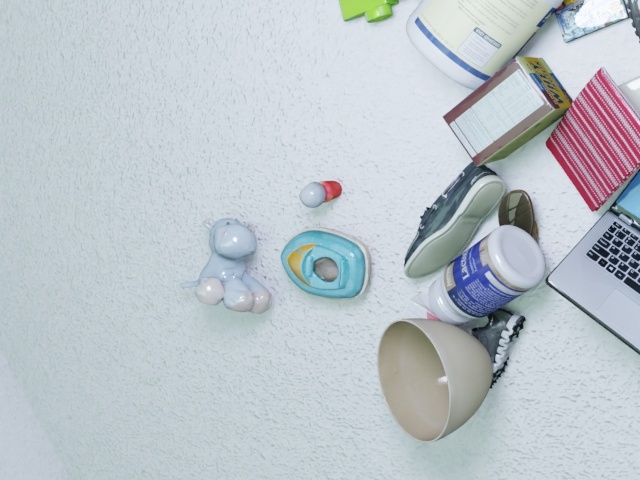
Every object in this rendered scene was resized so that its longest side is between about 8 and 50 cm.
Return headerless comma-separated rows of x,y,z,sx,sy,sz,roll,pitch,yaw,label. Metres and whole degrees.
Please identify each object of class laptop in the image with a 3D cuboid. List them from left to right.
0.740,0.023,1.524,0.382,0.408,0.236,40,151,19,laptop

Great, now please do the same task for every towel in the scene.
0.570,-0.199,1.588,0.199,0.031,0.275,61,161,19,towel

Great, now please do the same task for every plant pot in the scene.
0.288,0.309,1.807,0.284,0.191,0.284,23,117,58,plant pot

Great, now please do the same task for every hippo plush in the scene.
-0.233,0.063,2.167,0.294,0.234,0.237,-164,88,-71,hippo plush

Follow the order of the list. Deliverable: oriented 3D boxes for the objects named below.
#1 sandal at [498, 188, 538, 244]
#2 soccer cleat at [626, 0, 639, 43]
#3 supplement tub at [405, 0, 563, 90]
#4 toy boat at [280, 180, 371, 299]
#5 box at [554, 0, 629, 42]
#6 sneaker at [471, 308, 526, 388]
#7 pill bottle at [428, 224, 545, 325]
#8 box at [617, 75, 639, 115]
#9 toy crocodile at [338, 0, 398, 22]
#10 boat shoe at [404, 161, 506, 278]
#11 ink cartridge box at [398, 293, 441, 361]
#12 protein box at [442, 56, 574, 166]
0.471,-0.018,1.779,0.090,0.060,0.219,-7,112,42,sandal
0.658,-0.541,1.525,0.116,0.108,0.318,-7,94,28,soccer cleat
0.361,-0.508,1.632,0.235,0.235,0.325,48,120,14,supplement tub
0.000,0.000,2.010,0.267,0.148,0.318,7,104,30,toy boat
0.568,-0.487,1.633,0.137,0.027,0.094,-17,93,33,box
0.404,0.261,1.869,0.106,0.078,0.234,31,114,29,sneaker
0.373,0.089,1.776,0.153,0.153,0.265,56,139,9,pill bottle
0.699,-0.306,1.545,0.275,0.113,0.094,-25,89,34,box
0.185,-0.597,1.808,0.340,0.105,0.115,-17,92,37,toy crocodile
0.298,-0.053,1.845,0.340,0.127,0.113,-58,41,35,boat shoe
0.243,0.251,1.964,0.115,0.067,0.198,32,115,21,ink cartridge box
0.409,-0.280,1.671,0.201,0.200,0.136,-38,80,31,protein box
